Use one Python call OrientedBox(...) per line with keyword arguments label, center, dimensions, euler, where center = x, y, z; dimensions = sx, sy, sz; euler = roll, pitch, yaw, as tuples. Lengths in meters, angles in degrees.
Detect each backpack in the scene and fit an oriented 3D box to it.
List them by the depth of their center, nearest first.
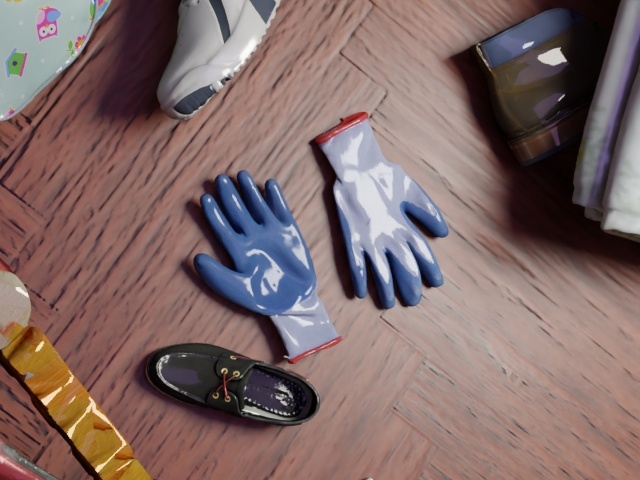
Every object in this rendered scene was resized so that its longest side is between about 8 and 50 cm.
OrientedBox(label="backpack", center=(-0.236, -0.181, 1.147), dimensions=(0.188, 0.144, 0.166), euler=(-51, 127, -25))

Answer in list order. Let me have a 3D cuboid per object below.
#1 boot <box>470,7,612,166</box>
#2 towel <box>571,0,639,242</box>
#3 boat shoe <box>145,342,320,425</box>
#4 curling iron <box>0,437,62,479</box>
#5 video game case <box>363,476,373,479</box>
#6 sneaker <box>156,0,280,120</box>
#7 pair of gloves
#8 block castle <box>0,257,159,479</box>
OrientedBox(label="boot", center=(0.225, -0.160, 1.331), dimensions=(0.219, 0.082, 0.106), euler=(-34, 98, -16))
OrientedBox(label="towel", center=(0.374, -0.149, 1.306), dimensions=(0.320, 0.090, 0.374), euler=(15, 91, -33))
OrientedBox(label="boat shoe", center=(-0.064, 0.106, 1.233), dimensions=(0.133, 0.042, 0.049), euler=(17, 82, -14))
OrientedBox(label="curling iron", center=(-0.211, 0.133, 0.962), dimensions=(0.274, 0.035, 0.068), euler=(39, 77, -14))
OrientedBox(label="video game case", center=(0.016, 0.252, 1.259), dimensions=(0.122, 0.011, 0.087), euler=(-37, 96, -18))
OrientedBox(label="sneaker", center=(-0.097, -0.215, 1.227), dimensions=(0.153, 0.094, 0.235), euler=(33, 76, -11))
OrientedBox(label="pair of gloves", center=(0.000, 0.000, 1.274), dimensions=(0.198, 0.023, 0.159), euler=(-27, 91, -19))
OrientedBox(label="block castle", center=(-0.312, 0.235, 1.056), dimensions=(0.453, 0.213, 0.303), euler=(-39, 100, -15))
